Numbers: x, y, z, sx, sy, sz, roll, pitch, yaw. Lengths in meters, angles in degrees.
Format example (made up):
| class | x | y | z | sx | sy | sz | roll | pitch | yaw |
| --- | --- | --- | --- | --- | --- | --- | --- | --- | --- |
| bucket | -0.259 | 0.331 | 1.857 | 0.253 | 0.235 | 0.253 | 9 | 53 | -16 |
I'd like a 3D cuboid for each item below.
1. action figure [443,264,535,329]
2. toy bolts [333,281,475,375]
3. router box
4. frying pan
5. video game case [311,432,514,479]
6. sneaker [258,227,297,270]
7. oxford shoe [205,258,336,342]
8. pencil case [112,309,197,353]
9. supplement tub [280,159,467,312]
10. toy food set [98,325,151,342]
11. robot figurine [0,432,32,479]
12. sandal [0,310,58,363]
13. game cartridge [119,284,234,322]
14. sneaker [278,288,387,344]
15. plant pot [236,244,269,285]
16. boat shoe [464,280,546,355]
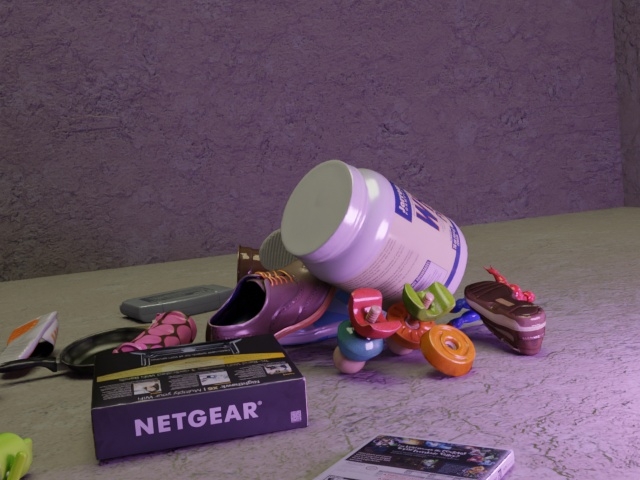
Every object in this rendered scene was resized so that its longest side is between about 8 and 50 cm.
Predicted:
| class | x | y | z | sx | sy | sz | roll | pitch | yaw |
| --- | --- | --- | --- | --- | --- | --- | --- | --- | --- |
| action figure | 0.330 | 0.132 | 1.649 | 0.280 | 0.092 | 0.139 | -8 | 22 | -18 |
| toy bolts | 0.138 | 0.193 | 1.352 | 0.228 | 0.159 | 0.218 | 2 | 42 | -29 |
| router box | -0.196 | 0.233 | 1.179 | 0.308 | 0.081 | 0.243 | -5 | 10 | -14 |
| frying pan | -0.499 | 0.251 | 1.560 | 0.326 | 0.053 | 0.197 | -21 | 20 | -38 |
| video game case | 0.107 | 0.275 | 0.883 | 0.190 | 0.022 | 0.173 | -3 | 7 | 34 |
| sneaker | 0.001 | 0.001 | 1.786 | 0.282 | 0.102 | 0.161 | -23 | -11 | 21 |
| oxford shoe | -0.082 | 0.109 | 1.497 | 0.130 | 0.133 | 0.363 | 22 | 48 | 31 |
| pencil case | -0.334 | 0.210 | 1.502 | 0.098 | 0.095 | 0.209 | 37 | 20 | 4 |
| supplement tub | 0.107 | 0.001 | 1.491 | 0.324 | 0.236 | 0.235 | 28 | -16 | -35 |
| toy food set | -0.414 | 0.232 | 1.787 | 0.132 | 0.039 | 0.192 | 8 | 8 | 38 |
| robot figurine | -0.429 | 0.295 | 0.986 | 0.101 | 0.067 | 0.115 | 9 | 11 | 19 |
| sandal | -0.657 | 0.246 | 1.704 | 0.101 | 0.076 | 0.265 | -21 | 19 | 4 |
| game cartridge | -0.407 | 0.180 | 2.171 | 0.294 | 0.060 | 0.196 | -10 | 4 | -33 |
| sneaker | -0.013 | 0.112 | 1.666 | 0.318 | 0.208 | 0.127 | -8 | 8 | -18 |
| plant pot | -0.167 | 0.097 | 2.268 | 0.165 | 0.167 | 0.167 | 1 | 5 | -5 |
| boat shoe | 0.350 | 0.153 | 1.460 | 0.095 | 0.095 | 0.257 | -11 | 14 | -7 |
